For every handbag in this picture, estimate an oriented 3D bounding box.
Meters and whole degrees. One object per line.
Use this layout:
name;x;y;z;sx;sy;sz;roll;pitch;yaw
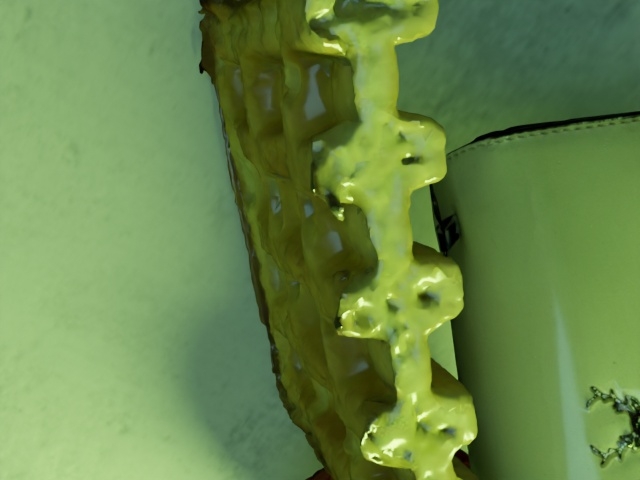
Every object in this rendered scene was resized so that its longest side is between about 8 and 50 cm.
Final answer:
handbag;0.207;0.107;0.474;0.237;0.160;0.358;-6;82;-8

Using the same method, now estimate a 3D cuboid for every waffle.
waffle;-0.001;0.001;0.497;0.078;0.304;0.348;-14;106;-15

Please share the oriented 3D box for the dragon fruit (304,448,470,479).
dragon fruit;0.072;0.280;0.601;0.252;0.241;0.241;-34;101;-2
